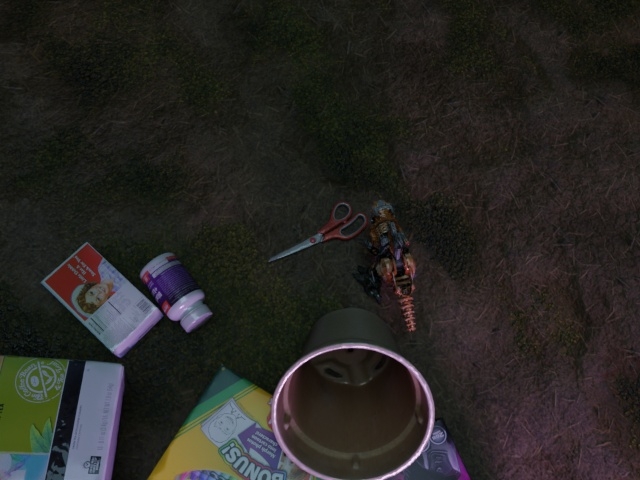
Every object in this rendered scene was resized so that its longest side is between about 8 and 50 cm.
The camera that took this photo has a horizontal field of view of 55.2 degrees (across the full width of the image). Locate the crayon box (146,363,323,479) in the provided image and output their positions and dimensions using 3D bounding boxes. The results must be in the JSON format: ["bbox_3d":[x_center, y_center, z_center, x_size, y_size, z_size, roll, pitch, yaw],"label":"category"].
[{"bbox_3d":[-0.161,0.521,1.420,0.362,0.106,0.313,30,70,7],"label":"crayon box"}]

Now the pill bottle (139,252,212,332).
[{"bbox_3d":[-0.362,0.134,1.552,0.108,0.108,0.193,-36,75,-16],"label":"pill bottle"}]

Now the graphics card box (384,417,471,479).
[{"bbox_3d":[0.254,0.630,1.419,0.232,0.094,0.371,-19,71,-11],"label":"graphics card box"}]

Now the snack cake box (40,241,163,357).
[{"bbox_3d":[-0.548,0.149,1.543,0.264,0.089,0.152,41,73,11],"label":"snack cake box"}]

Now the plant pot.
[{"bbox_3d":[0.069,0.309,1.380,0.333,0.305,0.334,1,109,2],"label":"plant pot"}]

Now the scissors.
[{"bbox_3d":[0.000,0.000,1.678,0.297,0.021,0.109,-39,78,-18],"label":"scissors"}]

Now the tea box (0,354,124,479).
[{"bbox_3d":[-0.606,0.441,1.304,0.323,0.220,0.329,6,58,-13],"label":"tea box"}]

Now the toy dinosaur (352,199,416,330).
[{"bbox_3d":[0.176,0.066,1.561,0.164,0.218,0.322,9,68,-2],"label":"toy dinosaur"}]
